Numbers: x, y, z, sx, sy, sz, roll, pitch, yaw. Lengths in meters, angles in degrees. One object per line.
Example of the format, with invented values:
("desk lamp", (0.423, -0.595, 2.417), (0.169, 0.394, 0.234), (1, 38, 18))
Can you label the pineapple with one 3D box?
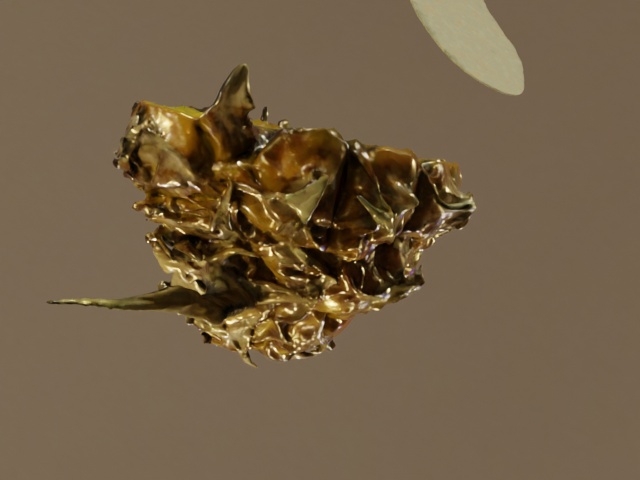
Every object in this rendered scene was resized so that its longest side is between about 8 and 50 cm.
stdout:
("pineapple", (-0.001, 0.005, 1.139), (0.334, 0.161, 0.158), (26, -99, -67))

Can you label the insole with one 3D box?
("insole", (0.069, -0.127, 1.002), (0.065, 0.197, 0.004), (23, -64, -23))
